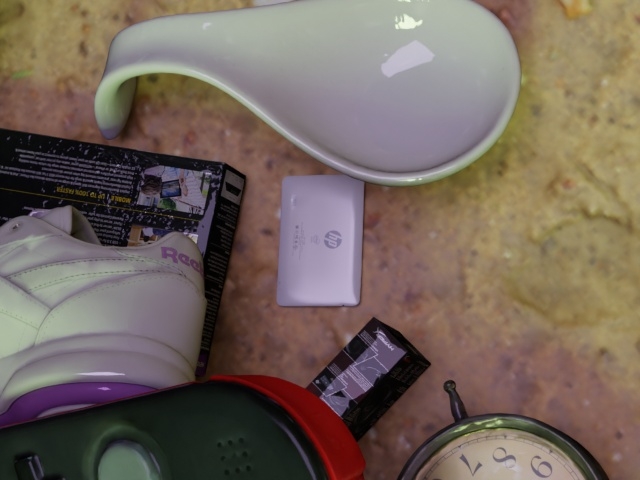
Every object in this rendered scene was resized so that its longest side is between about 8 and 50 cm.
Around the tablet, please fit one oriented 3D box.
[{"bbox_3d":[0.000,0.000,1.119,0.054,0.006,0.083,-1,80,16],"label":"tablet"}]

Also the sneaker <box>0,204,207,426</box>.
[{"bbox_3d":[-0.203,0.059,1.084,0.305,0.114,0.152,-3,54,20],"label":"sneaker"}]

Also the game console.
[{"bbox_3d":[-0.091,0.278,0.957,0.342,0.060,0.386,-15,88,31],"label":"game console"}]

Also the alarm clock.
[{"bbox_3d":[0.121,0.176,1.018,0.192,0.064,0.129,35,90,22],"label":"alarm clock"}]

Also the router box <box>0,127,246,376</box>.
[{"bbox_3d":[-0.148,0.005,1.141,0.179,0.046,0.133,10,83,18],"label":"router box"}]

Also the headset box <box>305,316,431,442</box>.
[{"bbox_3d":[0.021,0.089,1.066,0.083,0.062,0.032,-46,70,5],"label":"headset box"}]

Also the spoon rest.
[{"bbox_3d":[-0.015,-0.097,1.095,0.276,0.084,0.137,2,64,19],"label":"spoon rest"}]
